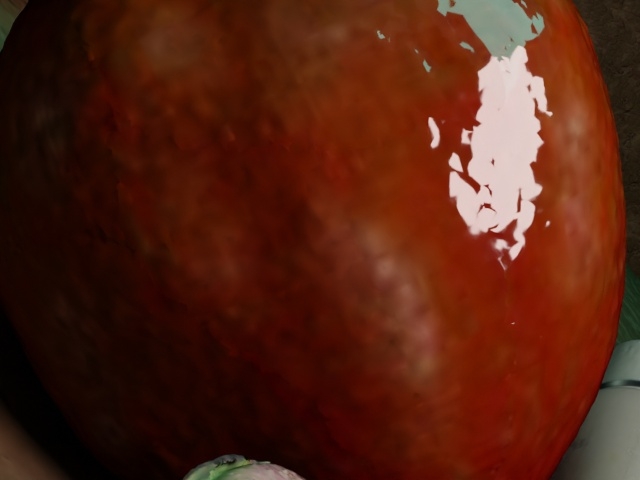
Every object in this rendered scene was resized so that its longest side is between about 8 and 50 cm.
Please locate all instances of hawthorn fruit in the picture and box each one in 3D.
[{"bbox_3d":[0.001,-0.015,0.456,0.311,0.295,0.295,51,17,12],"label":"hawthorn fruit"}]

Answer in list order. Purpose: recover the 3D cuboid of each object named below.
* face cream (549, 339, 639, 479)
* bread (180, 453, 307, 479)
[{"bbox_3d":[0.112,0.143,0.433,0.089,0.143,0.314,29,33,16],"label":"face cream"},{"bbox_3d":[-0.015,0.180,0.298,0.228,0.033,0.229,-7,90,-65],"label":"bread"}]
